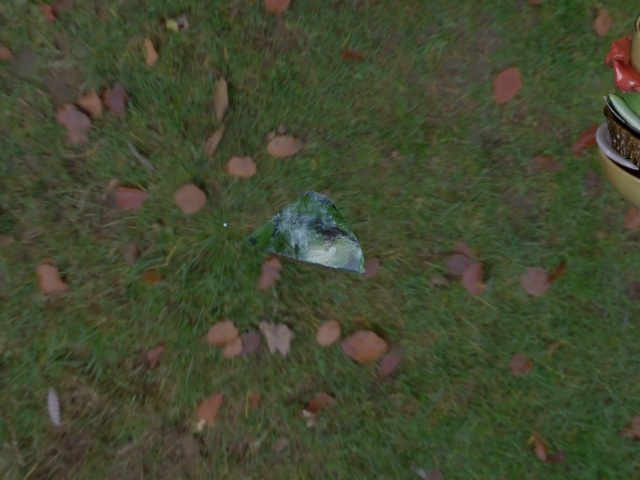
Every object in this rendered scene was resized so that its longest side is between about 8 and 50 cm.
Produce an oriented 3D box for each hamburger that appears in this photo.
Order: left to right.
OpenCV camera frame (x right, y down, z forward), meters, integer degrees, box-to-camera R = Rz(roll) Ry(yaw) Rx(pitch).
[{"bbox_3d":[0.276,-0.080,0.748,0.175,0.175,0.137,2,121,-5],"label":"hamburger"}]

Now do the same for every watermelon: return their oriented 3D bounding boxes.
[{"bbox_3d":[-0.003,-0.002,1.299,0.080,0.155,0.101,33,85,-38],"label":"watermelon"}]
